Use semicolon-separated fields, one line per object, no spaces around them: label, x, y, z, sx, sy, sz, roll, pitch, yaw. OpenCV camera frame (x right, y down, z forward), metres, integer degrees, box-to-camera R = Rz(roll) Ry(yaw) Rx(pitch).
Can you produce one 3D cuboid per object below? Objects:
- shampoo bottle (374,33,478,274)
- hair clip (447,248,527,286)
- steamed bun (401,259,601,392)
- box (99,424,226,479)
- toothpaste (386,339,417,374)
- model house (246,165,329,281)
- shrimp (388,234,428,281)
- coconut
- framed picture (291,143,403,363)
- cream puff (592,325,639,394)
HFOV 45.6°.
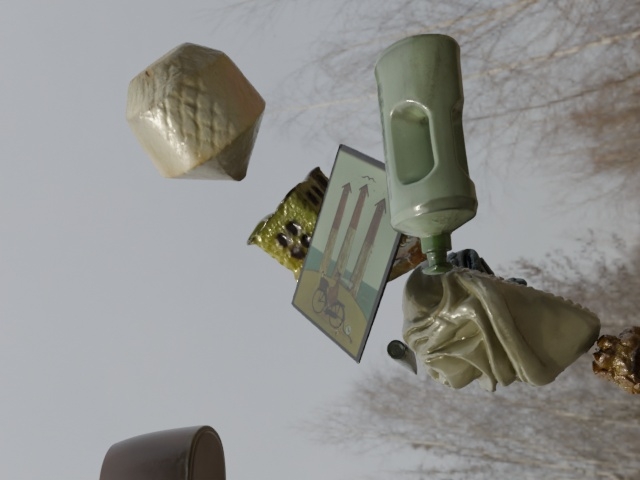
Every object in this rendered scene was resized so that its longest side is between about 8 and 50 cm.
shampoo bottle;0.110;-0.081;0.786;0.087;0.118;0.234;-3;-100;-14
hair clip;0.379;0.151;1.859;0.206;0.310;0.194;-44;-65;-2
steamed bun;0.301;0.174;1.380;0.324;0.310;0.219;20;-92;-13
box;-0.340;0.557;1.654;0.301;0.216;0.301;-7;-90;-82
toothpaste;0.170;0.231;1.526;0.239;0.039;0.062;43;-150;-70
model house;0.000;0.000;1.549;0.234;0.175;0.193;46;-156;-2
shrimp;0.183;0.025;1.969;0.152;0.287;0.063;62;-161;15
coconut;-0.266;-0.260;1.675;0.329;0.329;0.329;11;-103;-57
framed picture;0.051;0.014;1.323;0.013;0.244;0.324;8;-75;-34
cream puff;0.529;0.208;1.319;0.122;0.094;0.116;-10;-89;-29
